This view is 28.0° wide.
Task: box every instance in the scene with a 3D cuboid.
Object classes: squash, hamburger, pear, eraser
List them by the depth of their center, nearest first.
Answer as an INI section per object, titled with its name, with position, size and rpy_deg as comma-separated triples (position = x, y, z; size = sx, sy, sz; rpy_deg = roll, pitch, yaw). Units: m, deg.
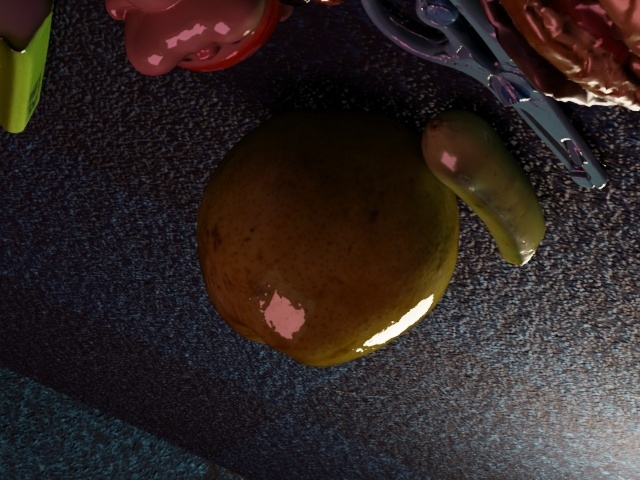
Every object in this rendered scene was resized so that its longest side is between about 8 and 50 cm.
[hamburger]
position = 0.235, -0.216, 0.924
size = 0.244, 0.244, 0.163
rpy_deg = 37, 152, -29
[squash]
position = 0.190, -0.062, 1.450
size = 0.083, 0.083, 0.250
rpy_deg = 3, 152, 36
[pear]
position = 0.000, 0.000, 1.486
size = 0.304, 0.304, 0.304
rpy_deg = 19, 155, 9
[eraser]
position = -0.441, -0.251, 1.582
size = 0.210, 0.092, 0.274
rpy_deg = 26, 157, -9

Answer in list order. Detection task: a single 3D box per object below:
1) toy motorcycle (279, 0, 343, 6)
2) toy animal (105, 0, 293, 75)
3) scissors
[toy motorcycle]
position = -0.032, -0.329, 1.002
size = 0.207, 0.134, 0.401
rpy_deg = 33, 154, 39
[toy animal]
position = -0.133, -0.249, 1.248
size = 0.171, 0.171, 0.197
rpy_deg = -2, 142, 43
[scissors]
position = 0.187, -0.164, 1.294
size = 0.180, 0.032, 0.393
rpy_deg = -1, 147, 43
